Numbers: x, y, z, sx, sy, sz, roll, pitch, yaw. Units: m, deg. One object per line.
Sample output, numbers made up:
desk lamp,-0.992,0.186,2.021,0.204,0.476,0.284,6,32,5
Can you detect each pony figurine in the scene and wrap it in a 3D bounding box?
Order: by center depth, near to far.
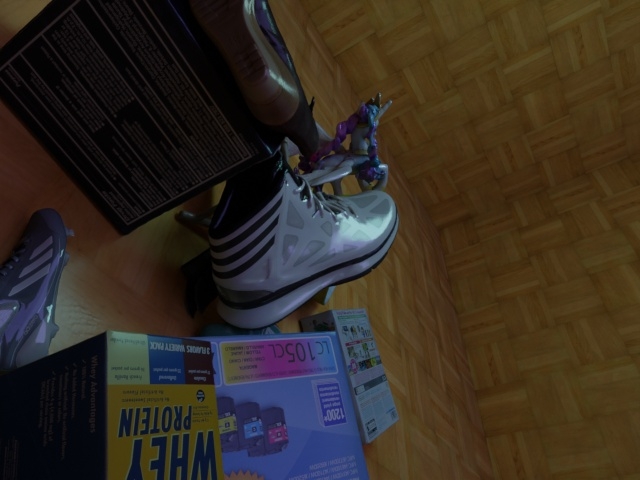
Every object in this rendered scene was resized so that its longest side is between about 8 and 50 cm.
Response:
pony figurine,0.039,-0.213,1.268,0.363,0.351,0.302,84,-18,-49

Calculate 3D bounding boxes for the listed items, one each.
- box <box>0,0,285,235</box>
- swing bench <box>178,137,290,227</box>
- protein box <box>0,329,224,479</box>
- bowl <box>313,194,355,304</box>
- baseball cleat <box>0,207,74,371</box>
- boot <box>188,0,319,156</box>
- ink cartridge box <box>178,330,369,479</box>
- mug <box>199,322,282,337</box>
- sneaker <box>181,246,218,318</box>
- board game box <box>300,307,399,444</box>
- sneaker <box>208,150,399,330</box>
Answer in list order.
box,-0.247,-0.213,0.667,0.296,0.294,0.182,57,24,-23
swing bench,-0.149,-0.127,0.968,0.255,0.165,0.253,36,37,-51
protein box,-0.220,0.217,0.450,0.136,0.201,0.199,28,44,-56
bowl,0.000,0.000,1.143,0.156,0.289,0.289,24,24,8
baseball cleat,-0.345,0.042,0.509,0.109,0.072,0.205,23,44,-50
boot,-0.081,-0.249,0.615,0.207,0.090,0.248,34,36,-72
ink cartridge box,-0.078,0.331,0.588,0.270,0.151,0.395,4,61,-33
mug,-0.127,0.197,0.803,0.158,0.097,0.129,3,66,-65
sneaker,-0.198,0.064,0.837,0.089,0.051,0.170,63,28,-9
board game box,0.076,0.327,1.129,0.224,0.098,0.303,16,56,-63
sneaker,-0.003,-0.052,0.812,0.447,0.169,0.257,-33,134,-36
